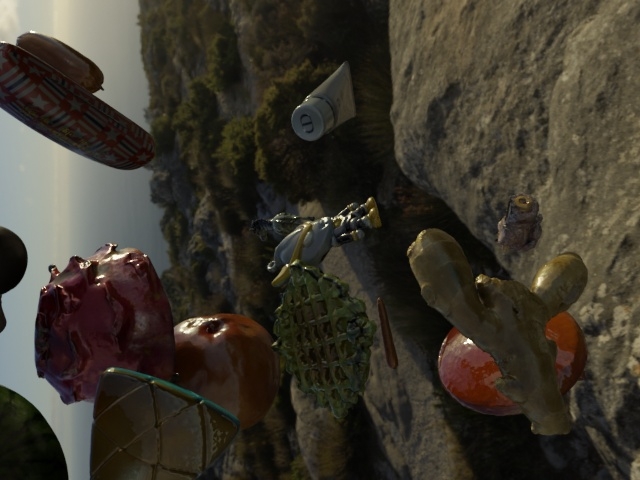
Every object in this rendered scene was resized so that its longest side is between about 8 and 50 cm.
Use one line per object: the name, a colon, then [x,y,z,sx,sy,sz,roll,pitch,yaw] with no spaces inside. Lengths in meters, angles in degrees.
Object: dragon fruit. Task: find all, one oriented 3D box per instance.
dragon fruit: [-0.490,0.206,0.999,0.371,0.248,0.387,43,124,35]

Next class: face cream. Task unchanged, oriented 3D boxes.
face cream: [0.025,-0.324,1.086,0.089,0.314,0.143,-2,120,23]

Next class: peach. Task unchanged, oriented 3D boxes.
peach: [-0.276,0.350,1.250,0.342,0.342,0.302,29,128,56]

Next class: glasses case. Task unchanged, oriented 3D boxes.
glasses case: [-0.280,-0.135,0.512,0.073,0.194,0.049,-22,57,27]

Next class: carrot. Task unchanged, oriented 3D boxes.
carrot: [0.230,0.322,1.580,0.043,0.043,0.248,-24,74,58]

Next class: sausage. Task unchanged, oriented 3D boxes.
sausage: [-0.451,-0.313,0.788,0.062,0.183,0.054,-55,-2,-26]

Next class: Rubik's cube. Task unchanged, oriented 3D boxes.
Rubik's cube: [-0.237,0.328,0.784,0.254,0.254,0.255,2,92,60]

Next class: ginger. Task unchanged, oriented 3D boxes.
ginger: [0.330,0.156,0.832,0.122,0.362,0.349,132,149,-62]

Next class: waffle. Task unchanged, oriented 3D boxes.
waffle: [0.003,0.211,0.993,0.297,0.073,0.317,36,125,40]

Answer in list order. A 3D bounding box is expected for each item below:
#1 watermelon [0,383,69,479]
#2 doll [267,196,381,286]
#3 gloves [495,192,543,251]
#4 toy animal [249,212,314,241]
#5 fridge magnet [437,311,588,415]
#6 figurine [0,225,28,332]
watermelon: [-0.401,0.275,0.498,0.189,0.331,0.331,-25,61,10]
doll: [0.000,0.002,1.091,0.316,0.103,0.146,-26,57,17]
gloves: [0.451,-0.036,1.029,0.144,0.094,0.111,59,-144,-63]
toy animal: [-0.114,-0.041,1.325,0.217,0.175,0.074,138,144,-75]
fridge magnet: [0.475,0.291,1.155,0.363,0.363,0.155,15,141,59]
figurine: [-0.642,0.060,0.839,0.276,0.158,0.161,-63,6,13]
